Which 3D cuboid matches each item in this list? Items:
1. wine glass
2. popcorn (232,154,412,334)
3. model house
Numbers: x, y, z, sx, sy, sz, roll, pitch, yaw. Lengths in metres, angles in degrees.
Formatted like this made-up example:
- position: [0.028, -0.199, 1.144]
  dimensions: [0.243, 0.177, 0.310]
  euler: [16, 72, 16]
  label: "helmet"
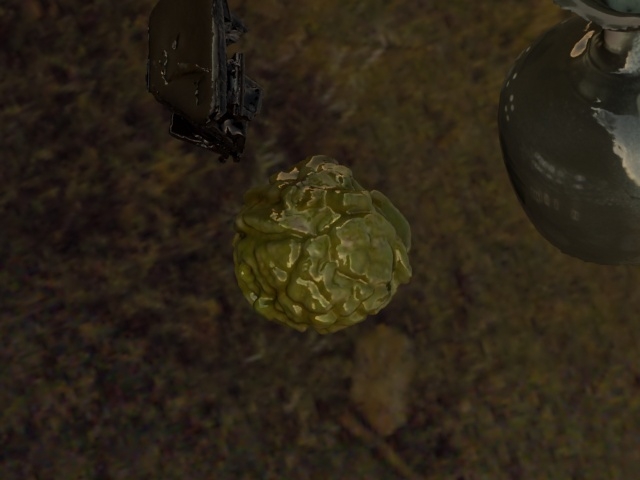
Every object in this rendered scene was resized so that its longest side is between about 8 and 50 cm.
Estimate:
- position: [0.276, -0.136, 1.262]
  dimensions: [0.323, 0.238, 0.238]
  euler: [81, 8, -52]
  label: "wine glass"
- position: [0.000, 0.000, 1.822]
  dimensions: [0.259, 0.259, 0.212]
  euler: [-74, 144, -51]
  label: "popcorn"
- position: [-0.121, -0.202, 1.668]
  dimensions: [0.164, 0.141, 0.203]
  euler: [22, 66, -52]
  label: "model house"
